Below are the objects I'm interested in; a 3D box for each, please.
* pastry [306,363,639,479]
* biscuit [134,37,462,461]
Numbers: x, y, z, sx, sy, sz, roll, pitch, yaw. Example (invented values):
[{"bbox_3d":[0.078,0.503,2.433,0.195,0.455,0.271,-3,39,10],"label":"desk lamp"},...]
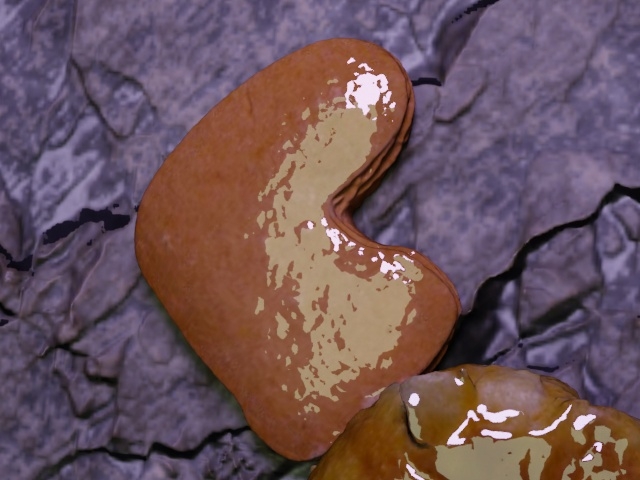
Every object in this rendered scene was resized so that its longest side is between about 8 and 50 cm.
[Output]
[{"bbox_3d":[0.082,0.175,0.761,0.229,0.100,0.218,-43,78,5],"label":"pastry"},{"bbox_3d":[0.000,0.000,0.838,0.186,0.036,0.192,-40,76,9],"label":"biscuit"}]
